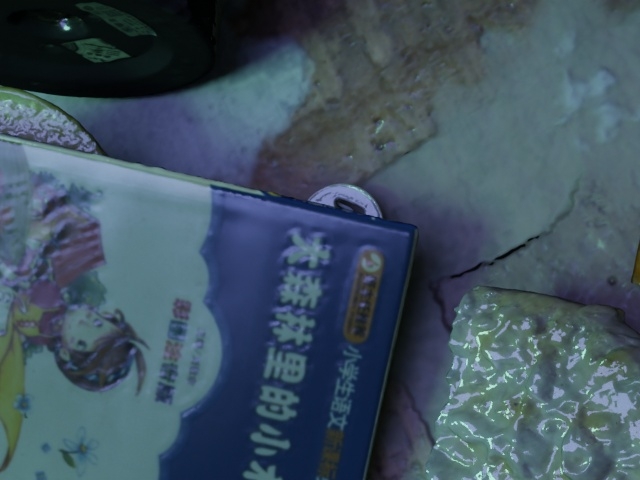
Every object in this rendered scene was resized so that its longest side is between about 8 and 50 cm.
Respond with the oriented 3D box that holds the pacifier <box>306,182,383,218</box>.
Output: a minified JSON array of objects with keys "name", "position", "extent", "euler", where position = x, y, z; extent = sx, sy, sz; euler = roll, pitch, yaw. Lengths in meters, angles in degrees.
[{"name":"pacifier","position":[0.000,0.000,0.880],"extent":[0.068,0.064,0.083],"euler":[26,92,19]}]

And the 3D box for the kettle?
[{"name":"kettle","position":[-0.133,-0.288,0.895],"extent":[0.321,0.228,0.324],"euler":[-6,74,38]}]

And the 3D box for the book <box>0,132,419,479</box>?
[{"name":"book","position":[-0.118,0.065,0.857],"extent":[0.322,0.018,0.228],"euler":[12,98,5]}]

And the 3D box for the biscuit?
[{"name":"biscuit","position":[0.143,0.175,0.779],"extent":[0.179,0.084,0.281],"euler":[9,87,21]}]

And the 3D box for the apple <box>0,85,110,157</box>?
[{"name":"apple","position":[-0.195,0.028,0.935],"extent":[0.193,0.120,0.265],"euler":[-19,91,8]}]

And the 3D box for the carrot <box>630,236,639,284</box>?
[{"name":"carrot","position":[0.204,-0.017,0.812],"extent":[0.032,0.032,0.093],"euler":[13,90,26]}]
